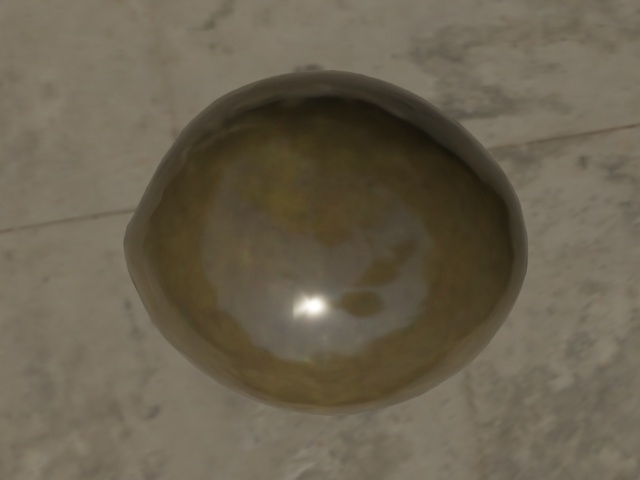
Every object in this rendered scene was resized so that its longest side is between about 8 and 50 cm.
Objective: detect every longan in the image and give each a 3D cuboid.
[{"bbox_3d":[0.000,0.000,1.030,0.212,0.198,0.198,19,102,32],"label":"longan"}]
